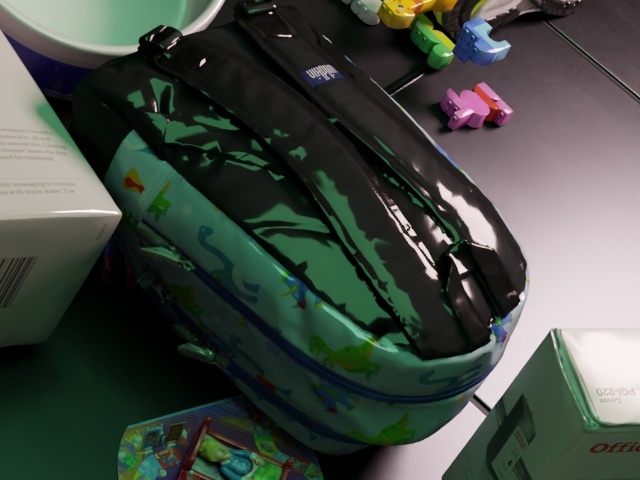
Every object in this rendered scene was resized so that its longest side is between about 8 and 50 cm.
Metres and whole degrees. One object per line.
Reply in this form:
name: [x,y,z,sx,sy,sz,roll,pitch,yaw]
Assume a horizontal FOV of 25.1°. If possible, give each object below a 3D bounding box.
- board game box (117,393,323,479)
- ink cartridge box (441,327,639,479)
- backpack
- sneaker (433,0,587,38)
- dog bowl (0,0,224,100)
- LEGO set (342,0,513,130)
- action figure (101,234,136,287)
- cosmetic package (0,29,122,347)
board game box: [-0.070,0.177,1.109,0.168,0.033,0.133,-12,58,-32]
ink cartridge box: [0.212,0.164,1.121,0.158,0.218,0.092,1,52,-24]
backpack: [0.000,0.000,1.165,0.355,0.273,0.290,31,37,23]
sneaker: [0.222,-0.320,1.616,0.300,0.111,0.121,-17,57,-37]
dog bowl: [-0.219,-0.265,1.318,0.264,0.104,0.265,10,66,-22]
LEGO set: [0.104,-0.213,1.482,0.093,0.087,0.227,-26,65,-39]
action figure: [-0.170,-0.014,1.230,0.038,0.030,0.115,7,48,-15]
cosmetic package: [-0.335,-0.097,1.096,0.197,0.155,0.365,-3,48,-46]
